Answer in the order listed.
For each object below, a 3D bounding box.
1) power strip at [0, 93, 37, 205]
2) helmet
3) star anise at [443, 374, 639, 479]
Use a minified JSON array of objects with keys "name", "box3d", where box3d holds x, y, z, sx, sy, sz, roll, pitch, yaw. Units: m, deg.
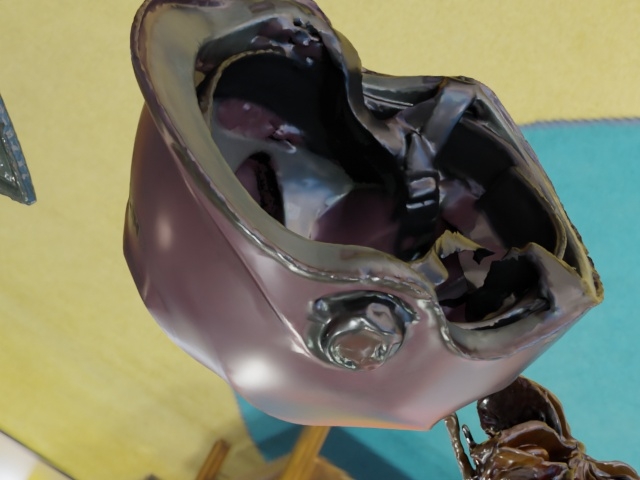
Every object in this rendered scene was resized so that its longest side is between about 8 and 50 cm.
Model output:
[{"name":"power strip","box3d":[-0.521,-0.178,1.652,0.251,0.092,0.257,17,131,39]},{"name":"helmet","box3d":[0.000,0.000,0.736,0.338,0.271,0.197,12,132,-32]},{"name":"star anise","box3d":[0.215,0.226,1.109,0.220,0.190,0.126,52,130,14]}]
